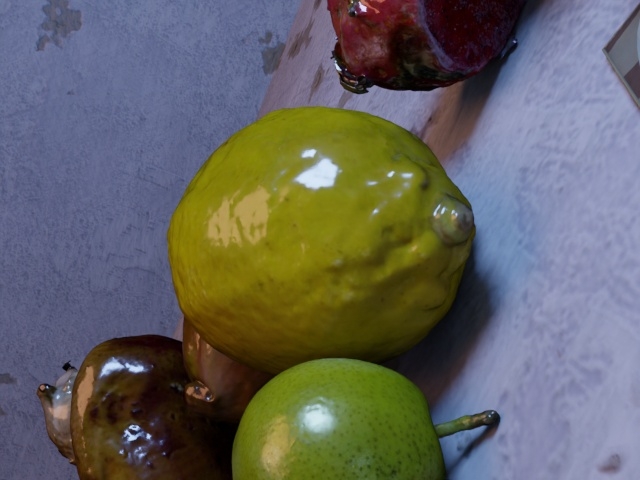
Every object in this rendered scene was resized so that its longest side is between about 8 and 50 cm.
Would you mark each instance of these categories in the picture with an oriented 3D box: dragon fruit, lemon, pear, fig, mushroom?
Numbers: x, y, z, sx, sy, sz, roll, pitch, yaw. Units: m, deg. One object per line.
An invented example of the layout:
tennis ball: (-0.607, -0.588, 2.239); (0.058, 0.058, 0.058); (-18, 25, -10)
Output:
dragon fruit: (0.124, -0.272, 0.682); (0.282, 0.211, 0.147); (-53, 27, -6)
lemon: (-0.005, 0.000, 0.651); (0.285, 0.285, 0.316); (-87, 23, -45)
pear: (0.037, 0.173, 0.532); (0.166, 0.216, 0.180); (-109, -2, -50)
fig: (-0.082, 0.113, 0.885); (0.224, 0.224, 0.263); (144, 134, -63)
mushroom: (-0.241, 0.300, 0.950); (0.260, 0.345, 0.345); (-23, 32, 11)

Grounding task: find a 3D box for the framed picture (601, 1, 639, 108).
framed picture: (0.270, -0.174, 0.422); (0.201, 0.010, 0.136); (-56, 22, 38)
